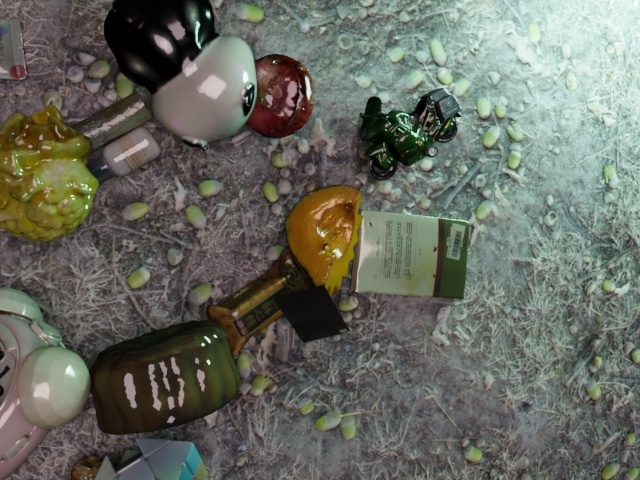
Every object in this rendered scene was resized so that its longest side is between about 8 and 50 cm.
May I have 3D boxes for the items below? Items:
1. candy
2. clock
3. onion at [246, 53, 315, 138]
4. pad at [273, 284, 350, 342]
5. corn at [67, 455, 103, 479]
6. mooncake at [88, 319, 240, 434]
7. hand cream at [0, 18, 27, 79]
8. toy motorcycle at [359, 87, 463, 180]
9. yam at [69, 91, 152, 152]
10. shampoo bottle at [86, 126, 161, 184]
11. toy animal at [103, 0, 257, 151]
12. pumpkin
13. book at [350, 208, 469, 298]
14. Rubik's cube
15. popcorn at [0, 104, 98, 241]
[{"bbox_3d":[-0.121,0.126,1.398,0.271,0.101,0.143,-33,108,-23],"label":"candy"},{"bbox_3d":[-0.609,0.278,1.167,0.342,0.184,0.326,36,81,28],"label":"clock"},{"bbox_3d":[-0.089,-0.310,1.394,0.184,0.147,0.184,-2,86,20],"label":"onion"},{"bbox_3d":[-0.016,0.164,1.390,0.116,0.004,0.193,-16,138,12],"label":"pad"},{"bbox_3d":[-0.495,0.574,1.305,0.086,0.086,0.253,13,89,-15],"label":"corn"},{"bbox_3d":[-0.307,0.262,1.250,0.290,0.290,0.161,-14,92,-15],"label":"mooncake"},{"bbox_3d":[-0.763,-0.371,1.240,0.340,0.078,0.124,-7,91,-20],"label":"hand cream"},{"bbox_3d":[0.201,-0.271,1.478,0.274,0.125,0.187,-31,107,-15],"label":"toy motorcycle"},{"bbox_3d":[-0.437,-0.244,1.327,0.169,0.068,0.068,-32,98,-12],"label":"yam"},{"bbox_3d":[-0.429,-0.164,1.325,0.192,0.074,0.074,-32,98,-8],"label":"shampoo bottle"},{"bbox_3d":[-0.269,-0.345,1.286,0.251,0.251,0.310,-39,93,-12],"label":"toy animal"},{"bbox_3d":[0.000,0.000,1.439,0.149,0.130,0.254,16,80,14],"label":"pumpkin"},{"bbox_3d":[0.220,0.036,1.526,0.289,0.026,0.201,6,88,-15],"label":"book"},{"bbox_3d":[-0.329,0.536,1.264,0.224,0.265,0.213,2,131,14],"label":"Rubik's cube"},{"bbox_3d":[-0.552,-0.123,1.209,0.212,0.259,0.259,-24,98,-56],"label":"popcorn"}]
